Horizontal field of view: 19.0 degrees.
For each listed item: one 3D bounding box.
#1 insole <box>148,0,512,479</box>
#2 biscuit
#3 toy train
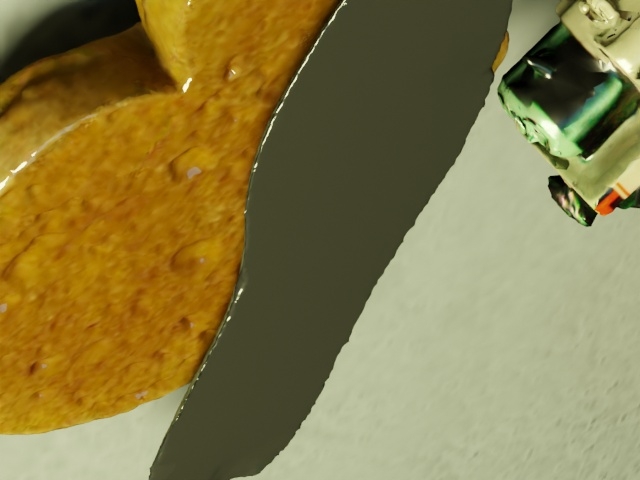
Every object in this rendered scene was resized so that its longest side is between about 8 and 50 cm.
[{"bbox_3d":[0.000,0.000,0.430,0.064,0.004,0.188,-13,143,-36],"label":"insole"},{"bbox_3d":[-0.020,-0.024,0.408,0.175,0.026,0.124,-47,150,17],"label":"biscuit"},{"bbox_3d":[0.136,-0.100,0.423,0.249,0.053,0.085,-45,140,12],"label":"toy train"}]
